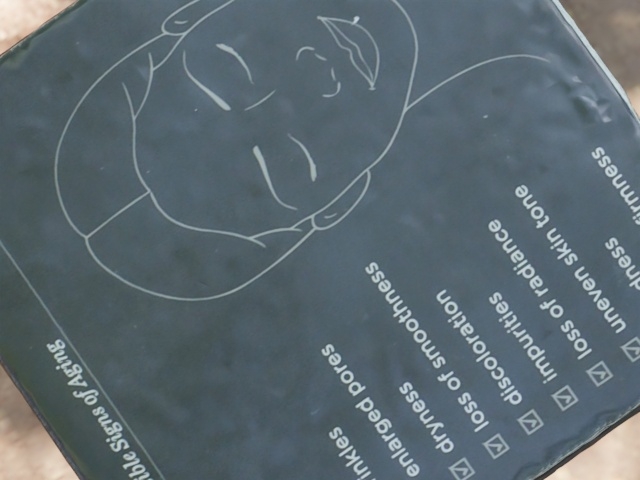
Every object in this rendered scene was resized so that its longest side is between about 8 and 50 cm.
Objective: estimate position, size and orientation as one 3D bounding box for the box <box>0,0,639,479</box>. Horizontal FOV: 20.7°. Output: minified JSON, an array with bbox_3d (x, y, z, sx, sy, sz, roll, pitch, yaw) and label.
[{"bbox_3d":[0.000,0.000,1.354,0.480,0.472,0.297,55,1,4],"label":"box"}]
